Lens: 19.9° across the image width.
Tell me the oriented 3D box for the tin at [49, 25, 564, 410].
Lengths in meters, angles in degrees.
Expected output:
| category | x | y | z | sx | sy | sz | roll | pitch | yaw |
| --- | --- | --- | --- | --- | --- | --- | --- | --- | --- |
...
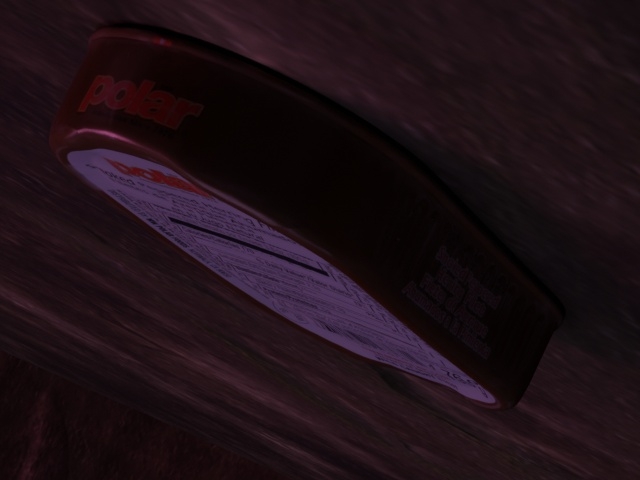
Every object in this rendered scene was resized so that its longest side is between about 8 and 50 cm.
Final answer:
| category | x | y | z | sx | sy | sz | roll | pitch | yaw |
| --- | --- | --- | --- | --- | --- | --- | --- | --- | --- |
| tin | 0.000 | 0.000 | 0.512 | 0.106 | 0.040 | 0.190 | 14 | 165 | 34 |
